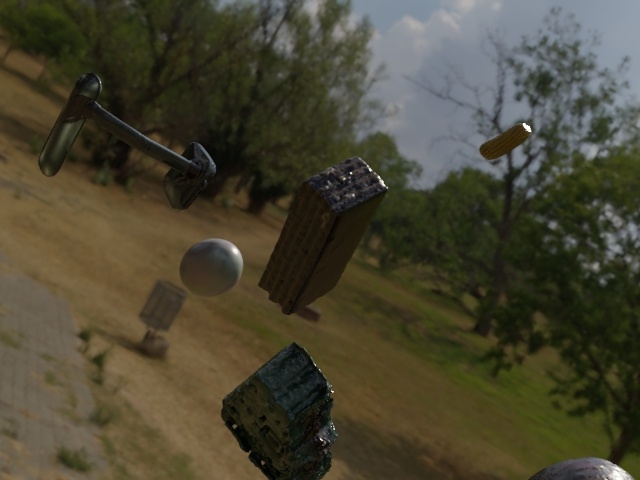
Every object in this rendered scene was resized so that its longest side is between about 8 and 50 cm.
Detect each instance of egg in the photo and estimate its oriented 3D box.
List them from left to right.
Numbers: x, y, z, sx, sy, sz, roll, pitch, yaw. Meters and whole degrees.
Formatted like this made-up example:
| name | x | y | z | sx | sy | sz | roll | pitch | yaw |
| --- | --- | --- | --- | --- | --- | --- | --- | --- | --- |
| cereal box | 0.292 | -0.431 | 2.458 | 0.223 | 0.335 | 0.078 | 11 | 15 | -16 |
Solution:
| name | x | y | z | sx | sy | sz | roll | pitch | yaw |
| --- | --- | --- | --- | --- | --- | --- | --- | --- | --- |
| egg | -0.196 | 0.049 | 1.748 | 0.103 | 0.103 | 0.135 | 30 | -35 | -32 |

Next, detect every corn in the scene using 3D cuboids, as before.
| name | x | y | z | sx | sy | sz | roll | pitch | yaw |
| --- | --- | --- | --- | --- | --- | --- | --- | --- | --- |
| corn | 0.309 | -0.165 | 1.626 | 0.037 | 0.092 | 0.037 | 37 | 35 | -31 |

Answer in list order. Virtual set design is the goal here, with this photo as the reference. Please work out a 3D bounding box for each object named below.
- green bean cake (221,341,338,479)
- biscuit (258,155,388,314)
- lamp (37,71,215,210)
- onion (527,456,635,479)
| name | x | y | z | sx | sy | sz | roll | pitch | yaw |
| --- | --- | --- | --- | --- | --- | --- | --- | --- | --- |
| green bean cake | -0.042 | 0.267 | 1.417 | 0.193 | 0.107 | 0.208 | 54 | -33 | 7 |
| biscuit | 0.000 | 0.000 | 1.325 | 0.070 | 0.106 | 0.252 | 47 | -39 | 19 |
| lamp | -0.358 | -0.142 | 1.773 | 0.283 | 0.203 | 0.124 | 32 | 15 | -24 |
| onion | 0.534 | 0.634 | 2.005 | 0.282 | 0.336 | 0.260 | 41 | 22 | -13 |
